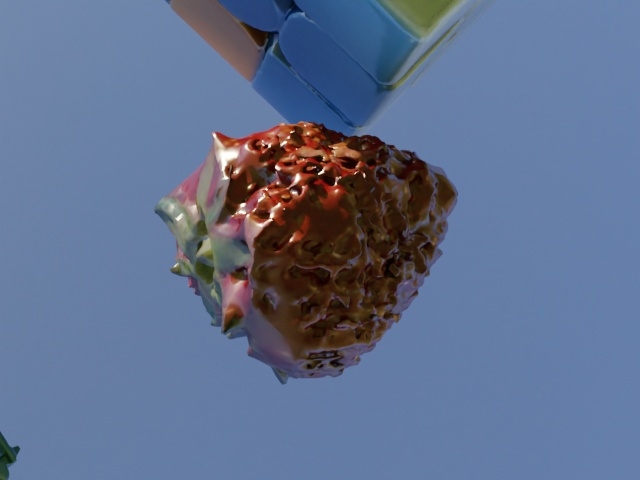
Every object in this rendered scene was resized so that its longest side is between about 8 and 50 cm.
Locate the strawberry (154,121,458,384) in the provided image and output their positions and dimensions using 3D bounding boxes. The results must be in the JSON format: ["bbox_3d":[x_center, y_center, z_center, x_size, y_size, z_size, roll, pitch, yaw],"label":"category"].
[{"bbox_3d":[0.000,0.000,0.940,0.202,0.187,0.184,-23,-100,-19],"label":"strawberry"}]

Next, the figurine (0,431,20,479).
[{"bbox_3d":[-0.224,0.120,0.708,0.068,0.075,0.140,58,-154,11],"label":"figurine"}]

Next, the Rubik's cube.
[{"bbox_3d":[0.027,-0.284,1.014,0.290,0.291,0.291,43,-105,1],"label":"Rubik's cube"}]
